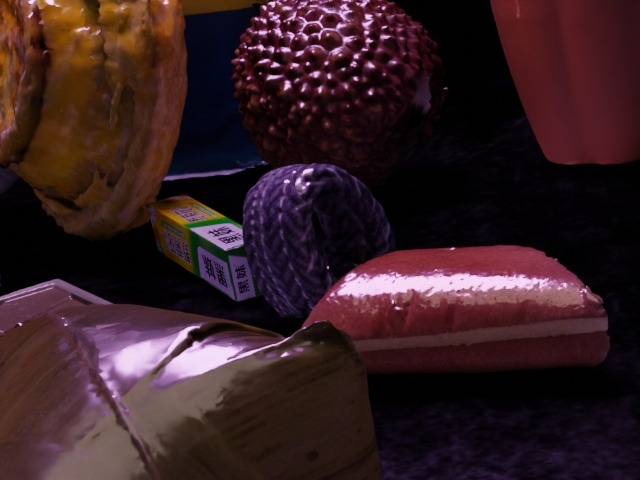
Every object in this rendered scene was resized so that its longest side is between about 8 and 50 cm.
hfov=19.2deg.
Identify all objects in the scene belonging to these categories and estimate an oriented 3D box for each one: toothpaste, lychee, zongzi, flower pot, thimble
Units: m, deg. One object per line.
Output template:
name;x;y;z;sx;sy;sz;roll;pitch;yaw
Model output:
toothpaste;-0.084;0.003;1.433;0.037;0.043;0.178;-15;18;-20
lychee;0.011;-0.126;1.563;0.188;0.188;0.188;-8;16;2
zongzi;-0.151;0.132;0.882;0.300;0.145;0.274;-27;20;-32
flower pot;0.235;-0.160;1.590;0.190;0.173;0.190;-7;15;2
thimble;0.000;-0.003;1.298;0.066;0.104;0.095;-3;12;45

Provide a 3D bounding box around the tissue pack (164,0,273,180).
tissue pack;-0.159;-0.286;1.780;0.253;0.417;0.264;-6;16;6

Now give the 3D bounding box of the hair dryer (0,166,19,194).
hair dryer;-0.370;-0.023;1.531;0.173;0.108;0.357;-19;18;15

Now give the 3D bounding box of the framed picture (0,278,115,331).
framed picture;-0.256;0.081;1.306;0.250;0.016;0.184;-17;18;-29

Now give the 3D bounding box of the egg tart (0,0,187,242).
egg tart;-0.207;-0.142;1.548;0.123;0.294;0.294;1;10;-29

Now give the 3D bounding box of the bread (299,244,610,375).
bread;0.086;0.041;1.174;0.192;0.067;0.119;-4;17;15
